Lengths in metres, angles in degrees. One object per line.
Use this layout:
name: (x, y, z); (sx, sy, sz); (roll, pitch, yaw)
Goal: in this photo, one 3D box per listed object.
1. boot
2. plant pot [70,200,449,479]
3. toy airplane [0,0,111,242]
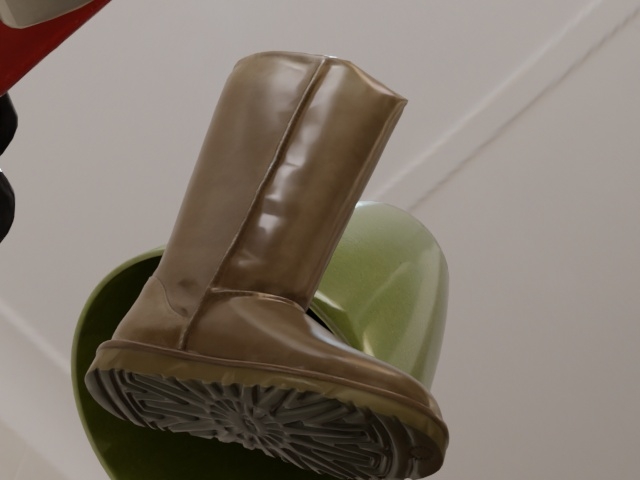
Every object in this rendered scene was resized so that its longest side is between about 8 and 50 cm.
boot: (0.000, 0.000, 0.820); (0.236, 0.269, 0.089); (12, -35, 19)
plant pot: (-0.010, 0.081, 1.098); (0.275, 0.293, 0.274); (11, -64, 24)
toy airplane: (-0.148, -0.208, 0.653); (0.272, 0.386, 0.384); (45, -123, -28)
